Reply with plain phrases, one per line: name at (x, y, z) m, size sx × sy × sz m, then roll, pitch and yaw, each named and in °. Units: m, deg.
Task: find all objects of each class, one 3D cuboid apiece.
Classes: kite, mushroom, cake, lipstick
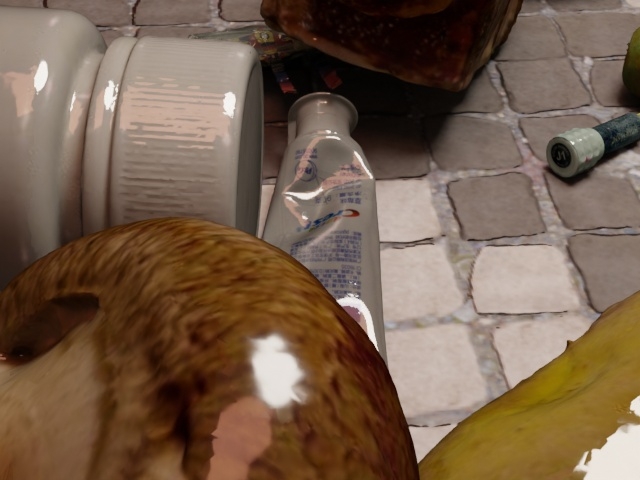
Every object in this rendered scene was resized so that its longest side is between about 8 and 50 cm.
kite at (-0.040, -0.161, 0.960) m, size 0.141 × 0.015 × 0.245 m, roll -9°, pitch 23°, yaw -6°
mushroom at (-0.109, 0.157, 0.438) m, size 0.345 × 0.239 × 0.345 m, roll -23°, pitch 24°, yaw 11°
cake at (0.079, -0.237, 0.910) m, size 0.196 × 0.198 × 0.293 m, roll 23°, pitch 30°, yaw 6°
lipstick at (0.240, -0.086, 0.917) m, size 0.116 × 0.037 × 0.037 m, roll -22°, pitch 46°, yaw -31°

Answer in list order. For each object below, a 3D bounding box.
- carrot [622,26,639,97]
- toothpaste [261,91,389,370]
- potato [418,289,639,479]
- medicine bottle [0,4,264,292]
carrot at (0.428, -0.106, 0.919) m, size 0.358 × 0.074 × 0.074 m, roll 22°, pitch 45°, yaw 20°
toothpaste at (0.000, 0.000, 0.803) m, size 0.096 × 0.061 × 0.266 m, roll 2°, pitch 48°, yaw -2°
potato at (0.121, 0.172, 0.495) m, size 0.266 × 0.229 × 0.229 m, roll -28°, pitch 48°, yaw -15°
medicine bottle at (-0.214, -0.049, 0.724) m, size 0.340 × 0.208 × 0.208 m, roll 4°, pitch 41°, yaw 3°
